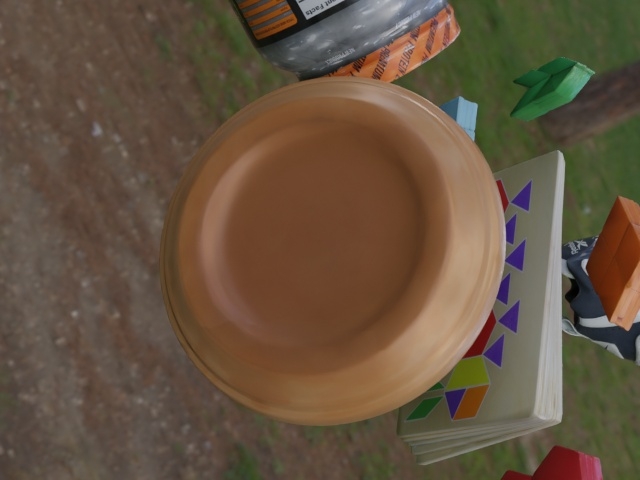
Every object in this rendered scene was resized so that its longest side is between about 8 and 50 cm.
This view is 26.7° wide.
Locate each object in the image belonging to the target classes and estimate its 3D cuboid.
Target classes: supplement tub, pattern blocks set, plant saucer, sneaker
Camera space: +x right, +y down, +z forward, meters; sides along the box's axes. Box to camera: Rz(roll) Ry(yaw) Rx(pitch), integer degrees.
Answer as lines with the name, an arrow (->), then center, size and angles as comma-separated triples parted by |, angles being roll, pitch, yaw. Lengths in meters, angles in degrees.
supplement tub -> -0.014, -0.287, 1.178 | 0.316, 0.193, 0.193 | 61, 16, -15
pattern blocks set -> 0.104, 0.046, 0.848 | 0.026, 0.285, 0.325 | 19, 76, -29
plant saucer -> 0.000, 0.000, 0.740 | 0.037, 0.200, 0.200 | 43, 27, -67
sneaker -> 0.294, -0.002, 1.301 | 0.094, 0.153, 0.235 | -57, 159, -78
